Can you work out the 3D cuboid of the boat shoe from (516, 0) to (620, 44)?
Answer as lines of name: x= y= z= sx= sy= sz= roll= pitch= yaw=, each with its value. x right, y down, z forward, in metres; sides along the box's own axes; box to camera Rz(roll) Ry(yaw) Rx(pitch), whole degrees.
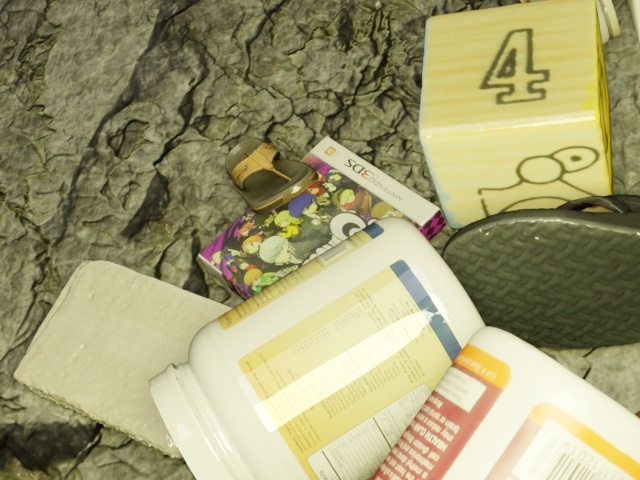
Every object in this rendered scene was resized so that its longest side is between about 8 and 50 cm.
boat shoe: x=0.295 y=-0.338 z=1.579 sx=0.103 sy=0.113 sz=0.302 roll=-23 pitch=41 yaw=4

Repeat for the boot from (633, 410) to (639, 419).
boot: x=0.311 y=0.273 z=1.139 sx=0.280 sy=0.096 sz=0.264 roll=-22 pitch=57 yaw=7

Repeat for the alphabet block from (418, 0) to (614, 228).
alphabet block: x=0.231 y=-0.145 z=1.406 sx=0.197 sy=0.192 sz=0.193 roll=-4 pitch=56 yaw=16

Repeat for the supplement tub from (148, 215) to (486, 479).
supplement tub: x=0.006 y=0.143 z=1.253 sx=0.316 sy=0.228 sz=0.228 roll=-31 pitch=51 yaw=-4

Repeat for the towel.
towel: x=-0.222 y=0.134 z=1.440 sx=0.282 sy=0.049 sz=0.187 roll=19 pitch=72 yaw=33

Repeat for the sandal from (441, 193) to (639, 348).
sandal: x=0.352 y=0.020 z=1.284 sx=0.446 sy=0.167 sz=0.107 roll=-3 pitch=30 yaw=7

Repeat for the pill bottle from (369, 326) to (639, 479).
pill bottle: x=0.123 y=0.293 z=1.073 sx=0.224 sy=0.224 sz=0.392 roll=34 pitch=86 yaw=35

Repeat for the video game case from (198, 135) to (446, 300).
video game case: x=0.000 y=0.000 z=1.475 sx=0.232 sy=0.042 sz=0.210 roll=-43 pitch=51 yaw=-13

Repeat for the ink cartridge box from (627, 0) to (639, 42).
ink cartridge box: x=0.478 y=-0.378 z=1.528 sx=0.207 sy=0.119 sz=0.353 roll=-10 pitch=52 yaw=12

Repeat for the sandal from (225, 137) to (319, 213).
sandal: x=-0.074 y=-0.095 z=1.514 sx=0.090 sy=0.060 sz=0.219 roll=-38 pitch=29 yaw=-3
